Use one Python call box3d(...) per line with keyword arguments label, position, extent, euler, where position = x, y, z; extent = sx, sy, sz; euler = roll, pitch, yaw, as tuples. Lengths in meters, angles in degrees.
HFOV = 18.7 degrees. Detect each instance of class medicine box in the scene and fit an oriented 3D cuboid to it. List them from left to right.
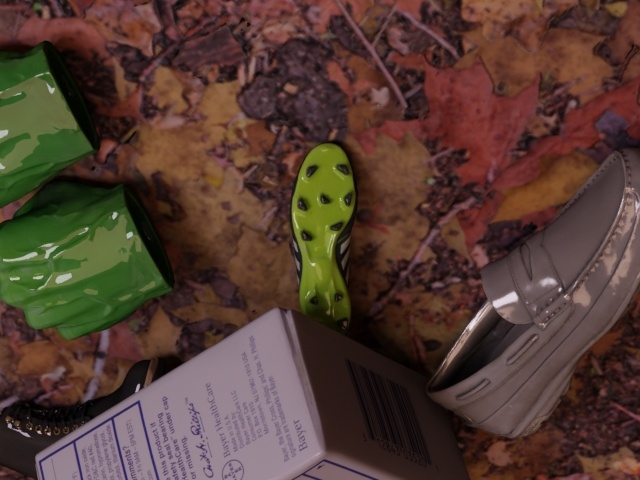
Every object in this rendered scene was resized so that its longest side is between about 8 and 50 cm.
box3d(label="medicine box", position=(-0.056, 0.218, 1.735), extent=(0.289, 0.149, 0.263), euler=(-31, 148, 22))

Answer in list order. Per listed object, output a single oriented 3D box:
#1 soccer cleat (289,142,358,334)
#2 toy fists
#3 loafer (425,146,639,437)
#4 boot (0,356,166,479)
box3d(label="soccer cleat", position=(0.000, 0.000, 1.714), extent=(0.060, 0.072, 0.179), euler=(-2, 102, -8))
box3d(label="toy fists", position=(-0.244, -0.040, 1.686), extent=(0.142, 0.096, 0.279), euler=(-23, 117, 6))
box3d(label="loafer", position=(0.196, 0.047, 1.696), extent=(0.111, 0.112, 0.319), euler=(17, 123, -16))
box3d(label="boot", position=(-0.237, 0.169, 1.832), extent=(0.137, 0.077, 0.198), euler=(26, 120, -6))
